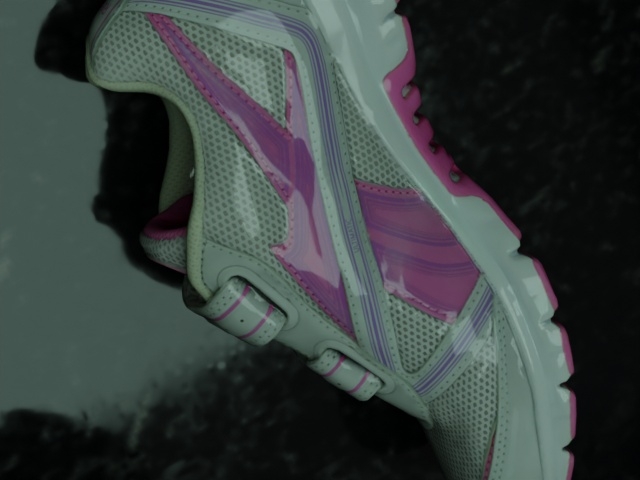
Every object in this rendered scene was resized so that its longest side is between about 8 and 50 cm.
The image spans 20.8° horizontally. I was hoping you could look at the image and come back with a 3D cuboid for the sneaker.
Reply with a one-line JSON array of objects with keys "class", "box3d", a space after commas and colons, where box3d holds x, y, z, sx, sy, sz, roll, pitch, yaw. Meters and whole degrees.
[{"class": "sneaker", "box3d": [0.000, 0.000, 0.607, 0.111, 0.103, 0.252, -29, 99, -7]}]
